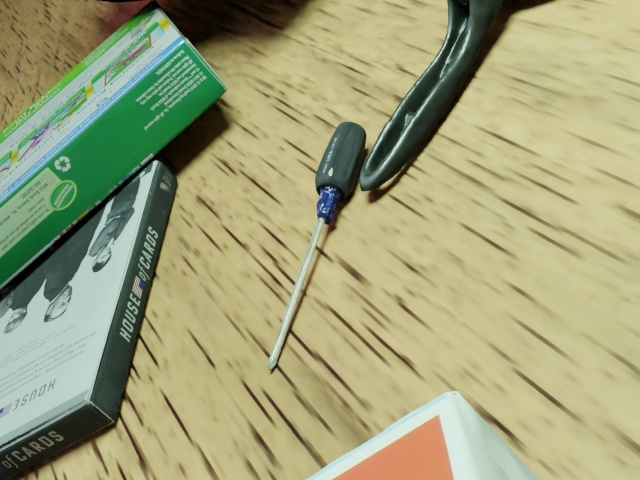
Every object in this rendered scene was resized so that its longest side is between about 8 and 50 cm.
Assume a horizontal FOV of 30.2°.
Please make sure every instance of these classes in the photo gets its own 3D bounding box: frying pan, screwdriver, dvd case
[{"bbox_3d":[0.108,-0.181,0.732,0.326,0.053,0.197,-41,28,1],"label":"frying pan"},{"bbox_3d":[0.000,0.000,0.664,0.025,0.024,0.170,2,54,17],"label":"screwdriver"},{"bbox_3d":[-0.187,0.062,0.812,0.179,0.029,0.238,-29,32,26],"label":"dvd case"}]

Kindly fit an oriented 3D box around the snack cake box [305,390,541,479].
[{"bbox_3d":[-0.029,0.185,0.378,0.264,0.089,0.152,-35,28,18],"label":"snack cake box"}]

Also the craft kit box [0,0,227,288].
[{"bbox_3d":[-0.200,-0.081,0.957,0.250,0.061,0.246,-40,25,2],"label":"craft kit box"}]

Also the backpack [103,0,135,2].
[{"bbox_3d":[-0.116,-0.332,1.035,0.290,0.273,0.355,-45,12,-26],"label":"backpack"}]
